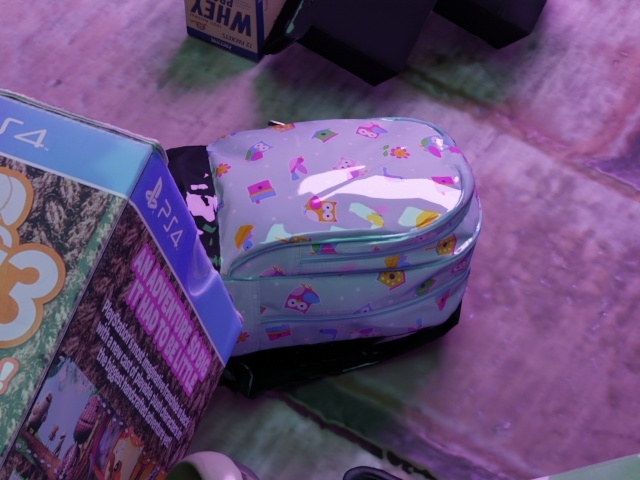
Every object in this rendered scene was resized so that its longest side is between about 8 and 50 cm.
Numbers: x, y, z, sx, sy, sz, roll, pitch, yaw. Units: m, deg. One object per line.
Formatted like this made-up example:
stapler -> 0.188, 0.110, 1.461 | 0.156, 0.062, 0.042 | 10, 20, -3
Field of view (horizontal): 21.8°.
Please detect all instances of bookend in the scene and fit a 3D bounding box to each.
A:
bookend -> 0.070, -0.158, 1.073 | 0.157, 0.072, 0.156 | 27, 81, -11

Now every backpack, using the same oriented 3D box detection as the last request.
backpack -> 0.000, 0.000, 0.937 | 0.182, 0.115, 0.152 | -4, 50, -7

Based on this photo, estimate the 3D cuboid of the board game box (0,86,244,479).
board game box -> -0.169, 0.104, 0.733 | 0.141, 0.232, 0.291 | 19, 72, 13

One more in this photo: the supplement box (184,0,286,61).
supplement box -> -0.046, -0.180, 1.093 | 0.056, 0.083, 0.083 | 23, 57, 17

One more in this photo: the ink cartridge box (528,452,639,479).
ink cartridge box -> 0.068, 0.203, 0.748 | 0.212, 0.093, 0.154 | -17, 49, 18

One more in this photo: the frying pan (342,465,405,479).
frying pan -> 0.165, 0.180, 0.806 | 0.197, 0.053, 0.326 | -37, 62, 2

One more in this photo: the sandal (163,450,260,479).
sandal -> -0.095, 0.233, 0.726 | 0.086, 0.120, 0.302 | 24, 59, -27
